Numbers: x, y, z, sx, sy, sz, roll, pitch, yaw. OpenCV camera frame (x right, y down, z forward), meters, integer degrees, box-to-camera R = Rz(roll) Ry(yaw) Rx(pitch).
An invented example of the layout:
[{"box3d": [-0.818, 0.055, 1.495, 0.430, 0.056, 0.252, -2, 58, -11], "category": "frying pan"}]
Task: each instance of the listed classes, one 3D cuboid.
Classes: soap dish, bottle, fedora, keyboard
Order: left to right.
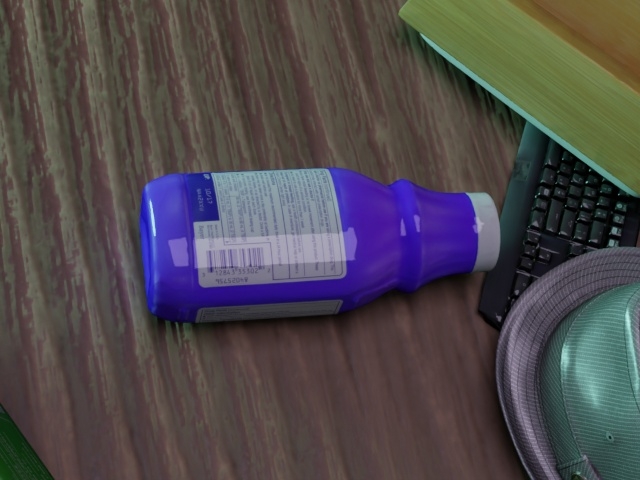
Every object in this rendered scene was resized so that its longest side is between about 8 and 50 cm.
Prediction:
[{"box3d": [0.000, 0.000, 1.097, 0.283, 0.092, 0.118, -4, 65, -13], "category": "bottle"}, {"box3d": [0.252, -0.198, 1.202, 0.291, 0.118, 0.229, 40, 66, 17], "category": "soap dish"}, {"box3d": [0.265, -0.032, 1.199, 0.202, 0.033, 0.317, 19, 63, -1], "category": "keyboard"}, {"box3d": [0.275, 0.120, 1.053, 0.244, 0.124, 0.275, -20, 78, -17], "category": "fedora"}]

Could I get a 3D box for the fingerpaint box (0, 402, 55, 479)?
[{"box3d": [-0.294, 0.285, 0.805, 0.371, 0.163, 0.445, -37, 75, -5], "category": "fingerpaint box"}]
